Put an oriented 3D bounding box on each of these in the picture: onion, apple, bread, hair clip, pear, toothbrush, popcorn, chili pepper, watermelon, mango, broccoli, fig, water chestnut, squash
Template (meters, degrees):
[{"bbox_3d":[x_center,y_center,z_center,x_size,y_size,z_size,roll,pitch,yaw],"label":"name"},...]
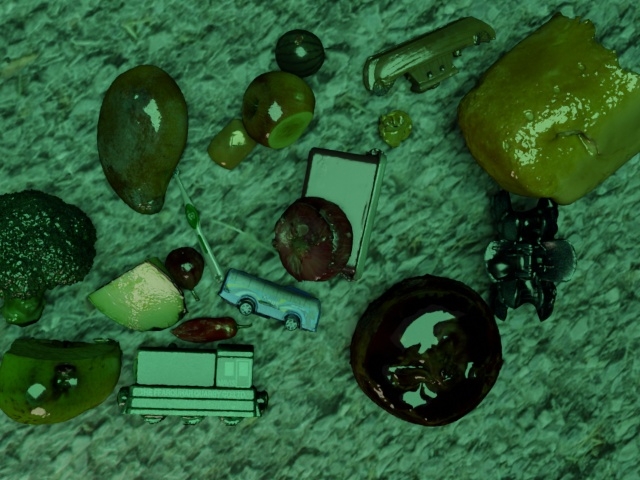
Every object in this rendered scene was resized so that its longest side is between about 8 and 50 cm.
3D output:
[{"bbox_3d":[0.000,0.000,1.612,0.147,0.184,0.184,3,95,-45],"label":"onion"},{"bbox_3d":[-0.086,-0.284,1.731,0.147,0.146,0.163,8,58,-33],"label":"apple"},{"bbox_3d":[0.500,-0.277,1.717,0.394,0.250,0.361,-37,65,-4],"label":"bread"},{"bbox_3d":[0.465,0.036,1.799,0.194,0.206,0.310,-1,95,11],"label":"hair clip"},{"bbox_3d":[-0.538,0.299,1.666,0.238,0.255,0.164,4,92,-13],"label":"pear"},{"bbox_3d":[-0.279,-0.046,1.767,0.030,0.030,0.304,-24,89,-6],"label":"toothbrush"},{"bbox_3d":[0.161,-0.261,1.823,0.084,0.084,0.084,-1,94,-8],"label":"popcorn"},{"bbox_3d":[-0.245,0.200,1.800,0.191,0.050,0.059,-4,98,4],"label":"chili pepper"},{"bbox_3d":[-0.033,-0.411,1.753,0.133,0.105,0.105,-5,95,9],"label":"watermelon"},{"bbox_3d":[-0.377,-0.213,1.703,0.193,0.146,0.316,6,100,10],"label":"mango"},{"bbox_3d":[-0.607,0.029,1.659,0.298,0.297,0.297,16,130,-9],"label":"broccoli"},{"bbox_3d":[-0.296,0.078,1.776,0.089,0.089,0.125,-8,121,-7],"label":"fig"},{"bbox_3d":[0.243,0.244,1.744,0.350,0.302,0.350,0,95,-3],"label":"water chestnut"},{"bbox_3d":[-0.384,0.113,1.765,0.192,0.085,0.184,-27,126,20],"label":"squash"},{"bbox_3d":[-0.193,-0.213,1.773,0.115,0.056,0.082,-43,98,-3],"label":"bread"}]

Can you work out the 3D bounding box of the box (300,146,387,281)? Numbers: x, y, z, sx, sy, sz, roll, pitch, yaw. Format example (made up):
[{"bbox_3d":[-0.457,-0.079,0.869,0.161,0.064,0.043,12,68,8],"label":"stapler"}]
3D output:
[{"bbox_3d":[0.033,-0.068,1.752,0.167,0.193,0.294,11,93,-3],"label":"box"}]

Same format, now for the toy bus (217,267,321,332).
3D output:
[{"bbox_3d":[-0.111,0.136,1.799,0.236,0.079,0.094,20,90,-9],"label":"toy bus"}]

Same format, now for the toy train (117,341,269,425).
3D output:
[{"bbox_3d":[-0.277,0.314,1.768,0.330,0.138,0.178,3,84,-6],"label":"toy train"}]

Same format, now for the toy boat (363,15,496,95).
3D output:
[{"bbox_3d":[0.249,-0.406,1.806,0.321,0.089,0.121,-25,103,-7],"label":"toy boat"}]
